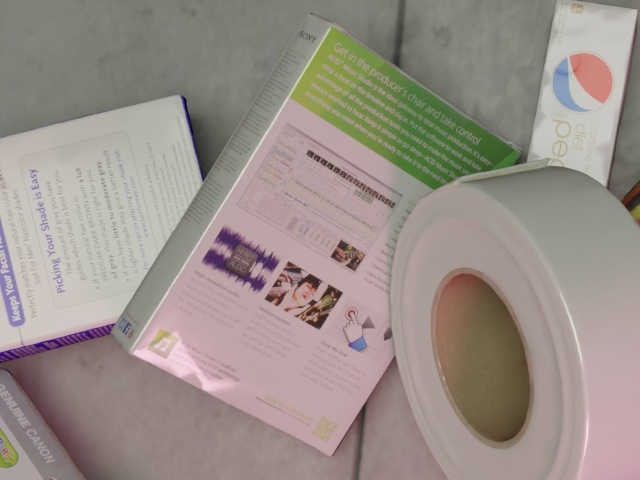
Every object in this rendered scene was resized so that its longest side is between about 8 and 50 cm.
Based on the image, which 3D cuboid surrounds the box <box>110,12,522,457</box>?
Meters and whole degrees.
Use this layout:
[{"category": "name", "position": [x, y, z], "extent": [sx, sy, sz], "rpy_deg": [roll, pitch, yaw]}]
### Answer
[{"category": "box", "position": [0.000, 0.000, 1.581], "extent": [0.232, 0.058, 0.322], "rpy_deg": [31, 93, -31]}]

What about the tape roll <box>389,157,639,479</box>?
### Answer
[{"category": "tape roll", "position": [0.168, 0.083, 1.497], "extent": [0.100, 0.286, 0.286], "rpy_deg": [-13, 83, -26]}]

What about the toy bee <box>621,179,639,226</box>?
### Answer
[{"category": "toy bee", "position": [0.309, 0.062, 1.511], "extent": [0.298, 0.162, 0.195], "rpy_deg": [55, 141, 38]}]

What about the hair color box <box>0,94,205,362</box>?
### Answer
[{"category": "hair color box", "position": [-0.261, 0.006, 1.635], "extent": [0.338, 0.110, 0.185], "rpy_deg": [-14, 84, -6]}]

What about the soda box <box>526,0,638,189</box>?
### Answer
[{"category": "soda box", "position": [0.222, -0.097, 1.609], "extent": [0.073, 0.069, 0.216], "rpy_deg": [10, 88, 10]}]

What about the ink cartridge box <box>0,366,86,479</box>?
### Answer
[{"category": "ink cartridge box", "position": [-0.312, 0.305, 1.594], "extent": [0.271, 0.130, 0.309], "rpy_deg": [-28, 68, -25]}]
